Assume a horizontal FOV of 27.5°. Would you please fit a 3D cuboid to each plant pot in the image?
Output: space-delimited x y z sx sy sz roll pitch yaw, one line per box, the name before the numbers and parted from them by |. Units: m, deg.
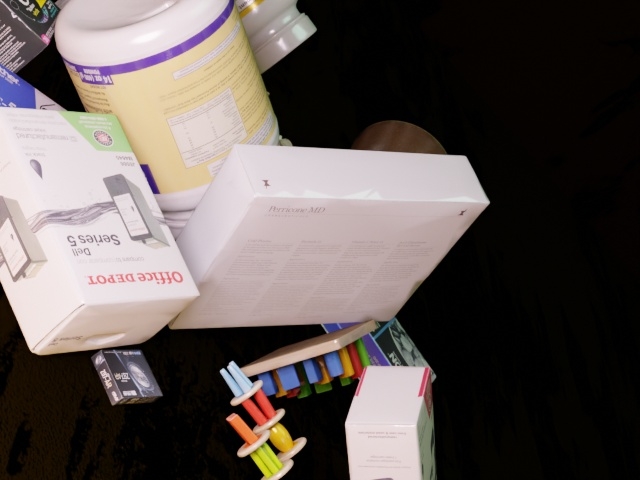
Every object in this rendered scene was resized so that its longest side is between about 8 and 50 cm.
plant pot | 0.116 -0.080 2.463 0.215 0.215 0.230 50 36 -12

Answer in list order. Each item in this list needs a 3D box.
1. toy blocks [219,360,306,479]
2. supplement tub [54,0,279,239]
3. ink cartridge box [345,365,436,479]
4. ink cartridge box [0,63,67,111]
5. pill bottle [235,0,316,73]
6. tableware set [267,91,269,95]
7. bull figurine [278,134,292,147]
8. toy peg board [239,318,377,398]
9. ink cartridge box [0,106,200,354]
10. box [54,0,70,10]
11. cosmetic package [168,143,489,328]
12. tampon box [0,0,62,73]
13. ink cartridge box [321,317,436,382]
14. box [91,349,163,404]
toy blocks | -0.091 0.237 1.727 0.148 0.054 0.123 53 21 -4
supplement tub | -0.194 -0.190 1.774 0.241 0.241 0.331 -92 166 -54
ink cartridge box | 0.103 0.316 1.800 0.172 0.100 0.237 -63 150 -66
ink cartridge box | -0.378 -0.153 1.709 0.207 0.046 0.097 37 26 -38
pill bottle | -0.162 -0.486 2.457 0.334 0.188 0.188 52 22 -8
tableware set | -0.188 -0.241 2.167 0.194 0.128 0.039 15 74 -58
bull figurine | -0.095 -0.040 1.980 0.101 0.188 0.310 -3 53 -49
toy peg board | -0.006 0.183 1.860 0.160 0.161 0.079 -19 90 -68
ink cartridge box | -0.292 -0.015 1.557 0.198 0.115 0.273 -3 59 -53
box | -0.297 -0.320 2.100 0.324 0.067 0.063 19 42 -58
cosmetic package | 0.000 0.000 1.775 0.377 0.284 0.097 1 54 -34
tampon box | -0.439 -0.309 1.733 0.161 0.101 0.120 46 22 -21
ink cartridge box | 0.102 0.187 2.219 0.206 0.045 0.208 55 23 0
box | -0.234 0.165 1.581 0.083 0.018 0.067 10 48 -61
